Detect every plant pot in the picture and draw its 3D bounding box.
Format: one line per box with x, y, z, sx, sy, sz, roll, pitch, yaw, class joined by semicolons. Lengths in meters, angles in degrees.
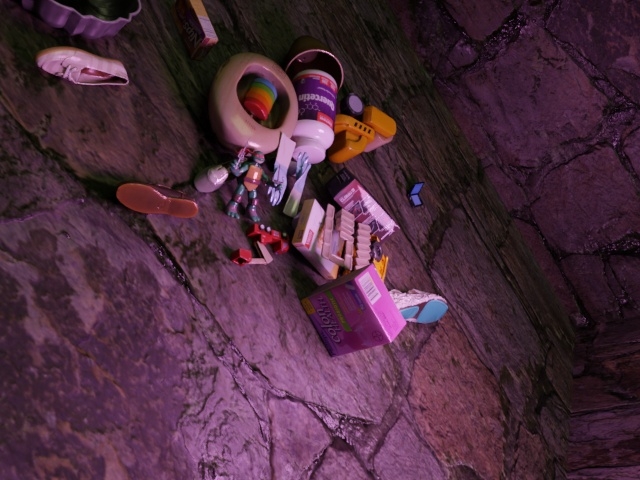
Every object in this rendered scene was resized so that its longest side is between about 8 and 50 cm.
-0.045;-0.730;1.687;0.237;0.237;0.254;24;41;-37;plant pot

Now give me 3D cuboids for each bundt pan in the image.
-0.654;-0.670;1.068;0.331;0.124;0.330;25;51;-36;bundt pan

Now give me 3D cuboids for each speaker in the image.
-0.117;-0.258;1.457;0.136;0.055;0.055;3;67;-46;speaker

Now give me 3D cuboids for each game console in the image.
0.496;-0.232;2.076;0.122;0.071;0.107;-16;80;-49;game console

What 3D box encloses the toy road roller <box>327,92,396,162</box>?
0.147;-0.432;1.731;0.330;0.202;0.240;17;69;-34;toy road roller

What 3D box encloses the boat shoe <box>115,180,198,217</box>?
-0.420;-0.108;1.051;0.207;0.073;0.073;18;19;-44;boat shoe

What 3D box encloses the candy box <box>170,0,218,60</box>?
-0.417;-0.709;1.351;0.053;0.109;0.186;-17;82;-49;candy box

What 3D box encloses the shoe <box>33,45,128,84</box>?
-0.593;-0.434;1.036;0.219;0.076;0.058;-17;77;-52;shoe

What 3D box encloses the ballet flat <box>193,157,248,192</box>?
-0.290;-0.207;1.235;0.072;0.068;0.213;58;40;-5;ballet flat

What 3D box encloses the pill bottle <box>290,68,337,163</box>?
-0.034;-0.460;1.539;0.181;0.181;0.322;20;65;-39;pill bottle

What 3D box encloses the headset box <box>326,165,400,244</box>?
0.147;-0.144;1.559;0.293;0.110;0.218;44;11;-19;headset box

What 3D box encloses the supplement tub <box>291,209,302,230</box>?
-0.045;-0.076;1.419;0.071;0.071;0.107;52;41;-12;supplement tub

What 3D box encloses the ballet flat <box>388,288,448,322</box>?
0.360;0.246;1.628;0.409;0.147;0.147;9;63;-45;ballet flat

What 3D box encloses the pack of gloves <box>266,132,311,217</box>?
-0.088;-0.205;1.346;0.195;0.046;0.232;27;74;-61;pack of gloves

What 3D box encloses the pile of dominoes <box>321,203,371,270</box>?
0.082;0.005;1.371;0.196;0.040;0.251;30;44;-23;pile of dominoes

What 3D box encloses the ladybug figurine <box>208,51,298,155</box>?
-0.227;-0.442;1.360;0.305;0.162;0.449;40;45;-24;ladybug figurine

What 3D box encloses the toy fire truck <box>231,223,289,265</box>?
-0.176;0.023;1.243;0.192;0.047;0.135;20;55;-39;toy fire truck

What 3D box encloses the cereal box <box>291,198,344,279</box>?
0.000;0.000;1.370;0.240;0.047;0.173;50;45;-46;cereal box

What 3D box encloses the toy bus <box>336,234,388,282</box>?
0.167;0.123;1.494;0.211;0.149;0.220;53;40;-35;toy bus

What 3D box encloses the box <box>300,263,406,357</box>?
0.097;0.220;1.268;0.117;0.243;0.213;-31;93;-49;box

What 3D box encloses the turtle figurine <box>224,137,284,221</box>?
-0.200;-0.178;1.211;0.175;0.234;0.118;13;16;-27;turtle figurine
